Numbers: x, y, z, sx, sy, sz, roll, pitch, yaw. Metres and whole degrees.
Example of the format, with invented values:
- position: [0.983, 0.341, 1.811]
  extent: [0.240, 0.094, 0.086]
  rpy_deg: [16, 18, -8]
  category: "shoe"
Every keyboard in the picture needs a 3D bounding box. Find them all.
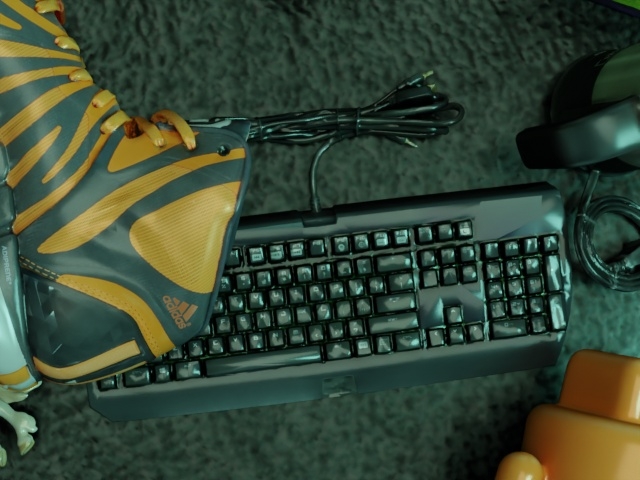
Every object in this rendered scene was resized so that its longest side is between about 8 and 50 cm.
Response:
- position: [0.000, 0.000, 0.890]
  extent: [0.317, 0.033, 0.201]
  rpy_deg: [-7, 88, -5]
  category: "keyboard"

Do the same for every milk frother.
- position: [0.206, -0.046, 0.850]
  extent: [0.129, 0.135, 0.143]
  rpy_deg: [-40, 99, -10]
  category: "milk frother"

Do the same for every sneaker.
- position: [-0.137, -0.081, 0.834]
  extent: [0.180, 0.124, 0.321]
  rpy_deg: [-13, 91, -2]
  category: "sneaker"

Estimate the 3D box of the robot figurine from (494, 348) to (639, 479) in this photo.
- position: [0.177, 0.180, 0.848]
  extent: [0.128, 0.158, 0.219]
  rpy_deg: [10, 86, 25]
  category: "robot figurine"

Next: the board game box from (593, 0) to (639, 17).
- position: [0.336, -0.138, 0.831]
  extent: [0.347, 0.208, 0.056]
  rpy_deg: [19, 87, -4]
  category: "board game box"

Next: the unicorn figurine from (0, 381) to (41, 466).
- position: [-0.252, 0.130, 0.859]
  extent: [0.111, 0.060, 0.162]
  rpy_deg: [36, 72, 7]
  category: "unicorn figurine"
